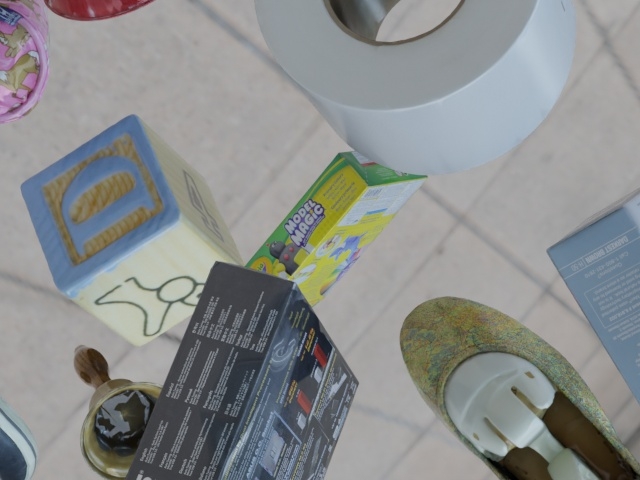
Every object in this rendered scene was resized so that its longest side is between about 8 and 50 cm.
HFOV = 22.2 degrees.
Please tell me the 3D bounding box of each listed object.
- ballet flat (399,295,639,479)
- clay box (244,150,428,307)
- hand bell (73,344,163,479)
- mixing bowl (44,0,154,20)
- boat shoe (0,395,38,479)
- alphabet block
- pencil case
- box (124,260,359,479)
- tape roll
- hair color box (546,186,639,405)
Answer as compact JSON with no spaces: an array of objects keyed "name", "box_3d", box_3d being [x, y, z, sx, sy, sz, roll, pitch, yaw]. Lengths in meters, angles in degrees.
[{"name":"ballet flat","box_3d":[0.199,0.182,1.385,0.123,0.348,0.123,-42,172,-7]},{"name":"clay box","box_3d":[0.000,0.000,1.657,0.222,0.053,0.127,-48,161,27]},{"name":"hand bell","box_3d":[-0.250,0.175,1.914,0.126,0.242,0.126,-8,113,-20]},{"name":"mixing bowl","box_3d":[-0.230,-0.328,1.723,0.181,0.181,0.098,-41,136,-17]},{"name":"boat shoe","box_3d":[-0.466,0.219,1.941,0.156,0.187,0.500,-57,166,-20]},{"name":"alphabet block","box_3d":[-0.239,-0.010,2.107,0.192,0.193,0.197,-30,146,9]},{"name":"pencil case","box_3d":[-0.426,-0.292,2.084,0.160,0.386,0.167,-2,118,-8]},{"name":"box","box_3d":[-0.075,0.204,1.297,0.242,0.077,0.307,59,48,-63]},{"name":"tape roll","box_3d":[0.083,-0.195,1.376,0.246,0.246,0.169,-48,158,-2]},{"name":"hair color box","box_3d":[0.424,0.126,1.877,0.114,0.374,0.185,-33,177,28]}]
